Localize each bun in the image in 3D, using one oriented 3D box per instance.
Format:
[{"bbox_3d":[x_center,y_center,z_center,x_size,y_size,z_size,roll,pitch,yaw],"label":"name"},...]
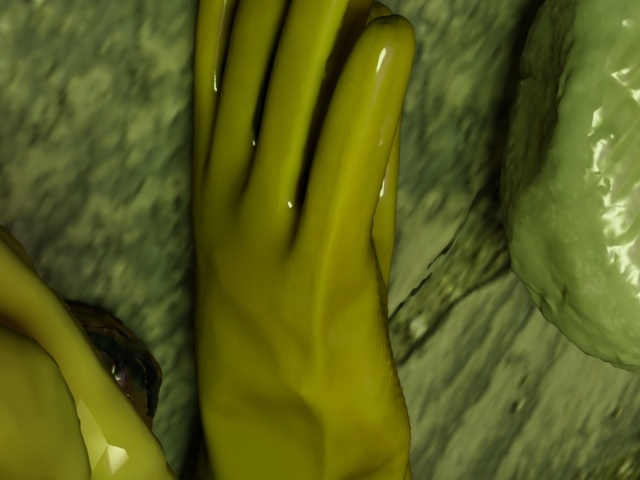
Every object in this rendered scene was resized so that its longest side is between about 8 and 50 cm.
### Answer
[{"bbox_3d":[0.166,-0.037,0.690,0.220,0.134,0.220,1,88,-27],"label":"bun"}]

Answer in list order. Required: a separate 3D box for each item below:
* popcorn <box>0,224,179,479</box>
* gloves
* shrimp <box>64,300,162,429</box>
[{"bbox_3d":[-0.182,0.143,0.409,0.344,0.354,0.390,-26,171,-19],"label":"popcorn"},{"bbox_3d":[0.001,0.001,0.602,0.116,0.133,0.294,-12,123,-27],"label":"gloves"},{"bbox_3d":[-0.115,0.146,0.652,0.117,0.066,0.262,-7,121,-31],"label":"shrimp"}]
